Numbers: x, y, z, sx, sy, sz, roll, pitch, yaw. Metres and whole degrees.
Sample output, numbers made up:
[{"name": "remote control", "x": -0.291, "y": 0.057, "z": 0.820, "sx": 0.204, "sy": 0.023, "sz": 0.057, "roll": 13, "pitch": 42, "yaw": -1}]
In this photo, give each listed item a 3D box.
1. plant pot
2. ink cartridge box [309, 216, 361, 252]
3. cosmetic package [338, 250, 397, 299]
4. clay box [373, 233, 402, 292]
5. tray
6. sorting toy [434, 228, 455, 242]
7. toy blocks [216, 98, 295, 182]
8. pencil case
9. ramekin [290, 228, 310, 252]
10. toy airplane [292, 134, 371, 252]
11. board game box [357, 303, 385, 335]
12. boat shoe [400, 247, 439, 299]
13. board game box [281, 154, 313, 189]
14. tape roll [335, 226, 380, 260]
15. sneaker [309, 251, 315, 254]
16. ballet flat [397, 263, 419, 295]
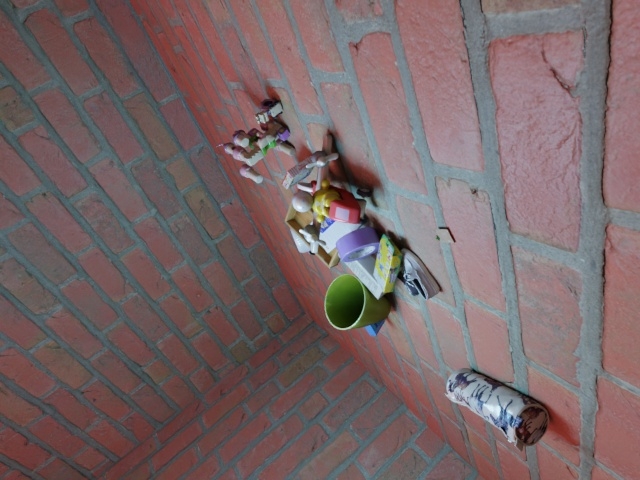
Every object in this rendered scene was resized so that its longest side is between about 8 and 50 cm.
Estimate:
[{"name": "plant pot", "x": 0.220, "y": 0.333, "z": 2.095, "sx": 0.293, "sy": 0.275, "sz": 0.274, "roll": 18, "pitch": -169, "yaw": -41}, {"name": "ink cartridge box", "x": 0.080, "y": -0.086, "z": 1.936, "sx": 0.176, "sy": 0.069, "sz": 0.371, "roll": 53, "pitch": 147, "yaw": 4}, {"name": "cosmetic package", "x": 0.228, "y": 0.113, "z": 1.919, "sx": 0.296, "sy": 0.129, "sz": 0.153, "roll": 49, "pitch": 161, "yaw": 17}, {"name": "clay box", "x": 0.283, "y": 0.093, "z": 1.702, "sx": 0.127, "sy": 0.053, "sz": 0.222, "roll": -114, "pitch": 27, "yaw": -53}, {"name": "tray", "x": -0.026, "y": -0.062, "z": 2.222, "sx": 0.411, "sy": 0.076, "sz": 0.203, "roll": 46, "pitch": 134, "yaw": 27}, {"name": "sorting toy", "x": 0.412, "y": -0.017, "z": 1.370, "sx": 0.062, "sy": 0.012, "sz": 0.083, "roll": 54, "pitch": 161, "yaw": -16}, {"name": "toy blocks", "x": -0.322, "y": -0.495, "z": 1.918, "sx": 0.260, "sy": 0.288, "sz": 0.309, "roll": 35, "pitch": 159, "yaw": 33}, {"name": "pencil case", "x": 0.699, "y": 0.670, "z": 1.662, "sx": 0.160, "sy": 0.183, "sz": 0.410, "roll": 58, "pitch": 164, "yaw": -16}, {"name": "ramekin", "x": -0.108, "y": -0.023, "z": 2.478, "sx": 0.207, "sy": 0.109, "sz": 0.207, "roll": 158, "pitch": 90, "yaw": -87}, {"name": "toy airplane", "x": -0.005, "y": -0.181, "z": 1.677, "sx": 0.384, "sy": 0.272, "sz": 0.386, "roll": -38, "pitch": 65, "yaw": 54}, {"name": "board game box", "x": 0.282, "y": 0.407, "z": 2.299, "sx": 0.047, "sy": 0.160, "sz": 0.210, "roll": -20, "pitch": 107, "yaw": 43}, {"name": "boat shoe", "x": 0.382, "y": 0.138, "z": 1.632, "sx": 0.227, "sy": 0.081, "sz": 0.079, "roll": 53, "pitch": 164, "yaw": 7}, {"name": "board game box", "x": -0.102, "y": -0.319, "z": 1.922, "sx": 0.045, "sy": 0.146, "sz": 0.193, "roll": 53, "pitch": 162, "yaw": 0}, {"name": "tape roll", "x": 0.166, "y": 0.020, "z": 1.771, "sx": 0.189, "sy": 0.188, "sz": 0.080, "roll": 100, "pitch": 151, "yaw": -67}, {"name": "sneaker", "x": -0.073, "y": 0.035, "z": 2.691, "sx": 0.074, "sy": 0.063, "sz": 0.170, "roll": 28, "pitch": 155, "yaw": 55}, {"name": "ballet flat", "x": 0.364, "y": 0.146, "z": 1.744, "sx": 0.203, "sy": 0.074, "sz": 0.074, "roll": 52, "pitch": 164, "yaw": 27}]
